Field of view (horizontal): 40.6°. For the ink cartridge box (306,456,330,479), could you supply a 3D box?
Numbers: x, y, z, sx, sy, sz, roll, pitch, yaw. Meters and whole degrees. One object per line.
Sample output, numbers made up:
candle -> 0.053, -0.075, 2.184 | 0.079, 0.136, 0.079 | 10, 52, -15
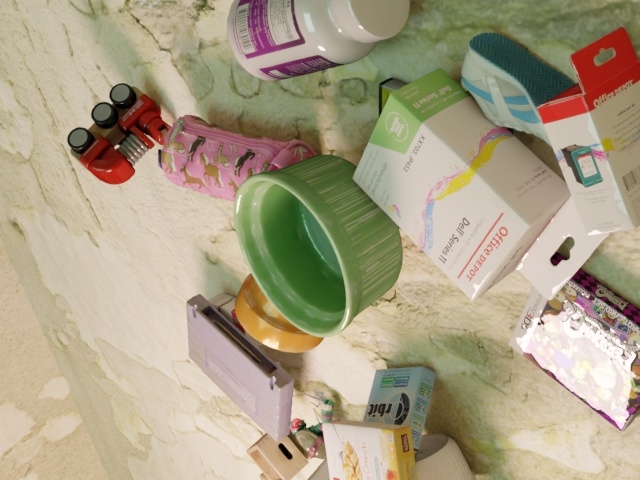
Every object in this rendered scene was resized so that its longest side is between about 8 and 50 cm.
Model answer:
ink cartridge box -> 0.106, 0.711, 1.983 | 0.285, 0.166, 0.395 | 27, 149, 33

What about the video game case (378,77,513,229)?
video game case -> 0.198, -0.107, 1.438 | 0.248, 0.035, 0.275 | 29, 137, 36

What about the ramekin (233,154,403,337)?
ramekin -> 0.000, 0.000, 1.489 | 0.303, 0.148, 0.303 | 35, 140, 35

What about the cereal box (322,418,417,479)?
cereal box -> 0.095, 0.439, 1.669 | 0.240, 0.047, 0.173 | -13, 83, 56

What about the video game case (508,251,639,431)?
video game case -> 0.421, 0.159, 1.354 | 0.232, 0.042, 0.210 | 39, 142, 26

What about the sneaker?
sneaker -> 0.291, -0.194, 1.219 | 0.229, 0.087, 0.092 | 50, 152, 25

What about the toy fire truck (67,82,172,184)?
toy fire truck -> -0.417, -0.203, 2.001 | 0.246, 0.217, 0.158 | 37, 170, 20

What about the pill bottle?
pill bottle -> -0.005, -0.358, 1.382 | 0.301, 0.169, 0.169 | 1, 116, 51

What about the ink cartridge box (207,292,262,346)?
ink cartridge box -> -0.211, 0.201, 2.164 | 0.150, 0.063, 0.109 | 13, 125, 48

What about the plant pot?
plant pot -> -0.051, 0.093, 1.781 | 0.205, 0.205, 0.188 | 42, 128, 23

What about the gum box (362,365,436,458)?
gum box -> 0.148, 0.347, 1.732 | 0.041, 0.184, 0.157 | 28, 157, -26

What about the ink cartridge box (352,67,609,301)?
ink cartridge box -> 0.228, -0.058, 1.295 | 0.353, 0.119, 0.207 | 46, 144, 18

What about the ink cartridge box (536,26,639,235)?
ink cartridge box -> 0.367, -0.139, 1.110 | 0.078, 0.134, 0.231 | -10, 107, 55

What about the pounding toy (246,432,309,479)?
pounding toy -> -0.105, 0.603, 2.325 | 0.181, 0.094, 0.206 | 49, 154, 5

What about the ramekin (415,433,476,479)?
ramekin -> 0.200, 0.471, 1.737 | 0.207, 0.207, 0.109 | -16, 94, 55

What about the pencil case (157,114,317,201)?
pencil case -> -0.166, -0.152, 1.758 | 0.386, 0.167, 0.160 | 20, 98, 43

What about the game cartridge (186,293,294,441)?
game cartridge -> -0.200, 0.312, 2.128 | 0.355, 0.068, 0.230 | 38, 146, 29

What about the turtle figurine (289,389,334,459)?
turtle figurine -> 0.010, 0.470, 2.055 | 0.234, 0.118, 0.175 | 37, 150, 15
